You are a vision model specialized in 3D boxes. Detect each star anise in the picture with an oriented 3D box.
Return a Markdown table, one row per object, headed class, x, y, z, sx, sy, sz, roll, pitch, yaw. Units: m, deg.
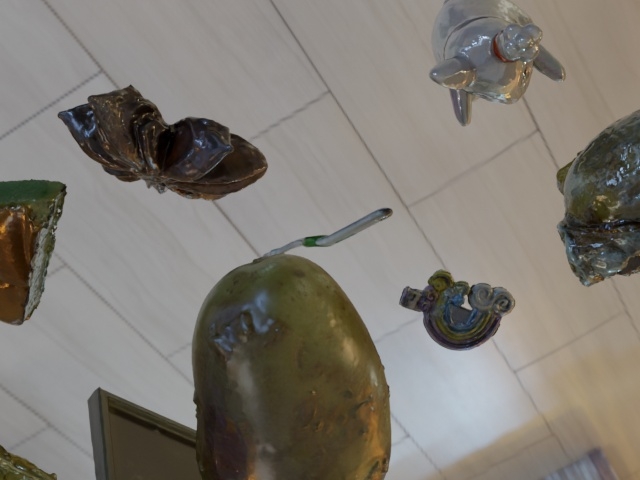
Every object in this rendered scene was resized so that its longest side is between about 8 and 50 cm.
| class | x | y | z | sx | sy | sz | roll | pitch | yaw |
| --- | --- | --- | --- | --- | --- | --- | --- | --- | --- |
| star anise | -0.232 | -0.137 | 1.365 | 0.315 | 0.108 | 0.315 | 16 | 162 | 5 |

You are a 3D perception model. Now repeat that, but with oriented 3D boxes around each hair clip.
| class | x | y | z | sx | sy | sz | roll | pitch | yaw |
| --- | --- | --- | --- | --- | --- | --- | --- | --- | --- |
| hair clip | 0.207 | 0.110 | 1.428 | 0.172 | 0.049 | 0.116 | 18 | 101 | 2 |

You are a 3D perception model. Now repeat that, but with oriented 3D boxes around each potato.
| class | x | y | z | sx | sy | sz | roll | pitch | yaw |
| --- | --- | --- | --- | --- | --- | --- | --- | --- | --- |
| potato | -0.034 | 0.160 | 0.934 | 0.173 | 0.210 | 0.307 | -32 | 125 | -44 |

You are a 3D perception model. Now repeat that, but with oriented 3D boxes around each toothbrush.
| class | x | y | z | sx | sy | sz | roll | pitch | yaw |
| --- | --- | --- | --- | --- | --- | --- | --- | --- | --- |
| toothbrush | 0.000 | -0.002 | 1.174 | 0.030 | 0.030 | 0.304 | 19 | 158 | -25 |

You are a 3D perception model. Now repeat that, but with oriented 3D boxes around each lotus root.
| class | x | y | z | sx | sy | sz | roll | pitch | yaw |
| --- | --- | --- | --- | --- | --- | --- | --- | --- | --- |
| lotus root | 0.403 | -0.080 | 0.964 | 0.349 | 0.175 | 0.175 | -26 | 128 | 8 |

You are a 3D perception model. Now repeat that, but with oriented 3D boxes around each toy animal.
| class | x | y | z | sx | sy | sz | roll | pitch | yaw |
| --- | --- | --- | --- | --- | --- | --- | --- | --- | --- |
| toy animal | 0.202 | -0.208 | 1.098 | 0.140 | 0.282 | 0.138 | -32 | 113 | 15 |

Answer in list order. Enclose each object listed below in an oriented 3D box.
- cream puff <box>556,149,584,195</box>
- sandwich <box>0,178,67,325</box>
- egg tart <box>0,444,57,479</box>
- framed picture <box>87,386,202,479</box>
| class | x | y | z | sx | sy | sz | roll | pitch | yaw |
| --- | --- | --- | --- | --- | --- | --- | --- | --- | --- |
| cream puff | 0.519 | -0.106 | 1.746 | 0.146 | 0.146 | 0.116 | 34 | 107 | -32 |
| sandwich | -0.413 | -0.010 | 1.052 | 0.212 | 0.063 | 0.245 | 23 | 137 | -7 |
| egg tart | -0.392 | 0.399 | 1.055 | 0.345 | 0.132 | 0.345 | 3 | 103 | 13 |
| framed picture | -0.085 | 0.367 | 1.160 | 0.446 | 0.326 | 0.028 | 31 | 104 | -27 |
